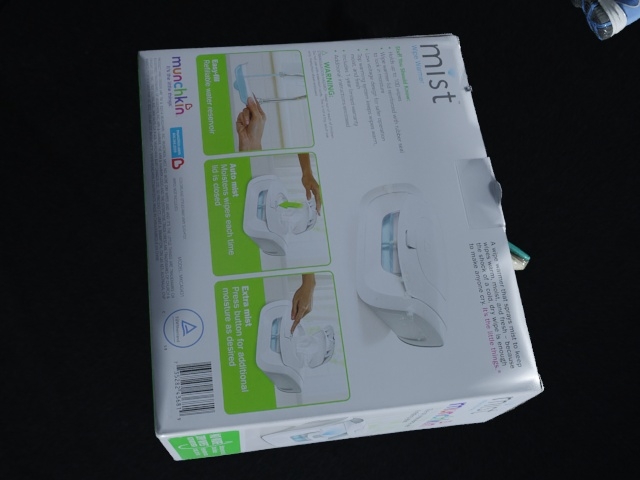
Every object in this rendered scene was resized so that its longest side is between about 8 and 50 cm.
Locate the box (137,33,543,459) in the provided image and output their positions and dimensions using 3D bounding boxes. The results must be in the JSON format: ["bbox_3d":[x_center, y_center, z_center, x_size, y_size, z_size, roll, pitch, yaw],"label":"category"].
[{"bbox_3d":[0.000,0.000,0.511,0.231,0.127,0.262,-6,-112,-8],"label":"box"}]

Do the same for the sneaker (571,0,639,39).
[{"bbox_3d":[0.372,-0.347,0.966,0.081,0.080,0.211,-22,-129,14],"label":"sneaker"}]

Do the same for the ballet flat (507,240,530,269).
[{"bbox_3d":[0.171,-0.001,0.847,0.052,0.057,0.168,-59,-136,14],"label":"ballet flat"}]
